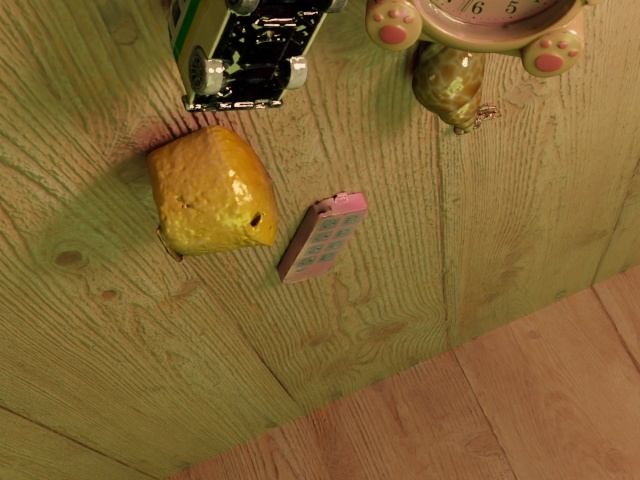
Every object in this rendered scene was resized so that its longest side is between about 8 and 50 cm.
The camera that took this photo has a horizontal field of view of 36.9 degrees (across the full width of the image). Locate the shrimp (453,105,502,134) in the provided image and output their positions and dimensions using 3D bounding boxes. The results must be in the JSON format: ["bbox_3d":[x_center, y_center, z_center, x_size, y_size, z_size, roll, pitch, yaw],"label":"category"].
[{"bbox_3d":[0.275,-0.215,1.678,0.092,0.029,0.038,-27,149,-10],"label":"shrimp"}]

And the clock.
[{"bbox_3d":[0.208,-0.339,1.125,0.284,0.114,0.309,10,148,-3],"label":"clock"}]

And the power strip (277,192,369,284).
[{"bbox_3d":[0.000,0.000,1.848,0.109,0.037,0.279,-12,154,-28],"label":"power strip"}]

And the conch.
[{"bbox_3d":[0.197,-0.246,1.443,0.116,0.106,0.173,-28,151,-45],"label":"conch"}]

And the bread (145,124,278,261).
[{"bbox_3d":[-0.152,-0.066,1.379,0.170,0.197,0.197,-19,157,3],"label":"bread"}]

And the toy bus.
[{"bbox_3d":[-0.072,-0.276,1.029,0.133,0.165,0.276,-8,151,-31],"label":"toy bus"}]
